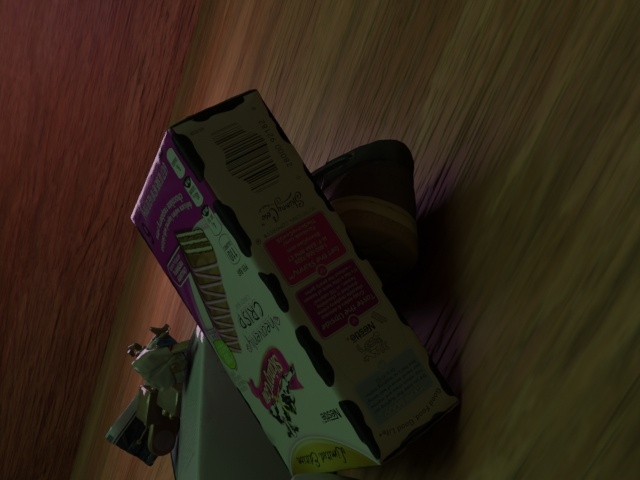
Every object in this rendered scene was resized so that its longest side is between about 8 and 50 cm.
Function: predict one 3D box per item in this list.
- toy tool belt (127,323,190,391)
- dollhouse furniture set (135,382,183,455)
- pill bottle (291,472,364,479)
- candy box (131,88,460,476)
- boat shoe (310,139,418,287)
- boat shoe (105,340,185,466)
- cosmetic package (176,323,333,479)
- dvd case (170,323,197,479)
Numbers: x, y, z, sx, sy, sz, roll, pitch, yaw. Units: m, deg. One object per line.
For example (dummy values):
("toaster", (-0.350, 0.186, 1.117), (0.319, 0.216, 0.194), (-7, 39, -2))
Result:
("toy tool belt", (-0.142, 0.102, 0.719), (0.051, 0.052, 0.083), (-47, 19, -6))
("dollhouse furniture set", (-0.123, 0.205, 0.837), (0.151, 0.144, 0.123), (7, 89, 58))
("pill bottle", (0.001, 0.237, 0.458), (0.103, 0.103, 0.184), (177, 105, -71))
("candy box", (-0.031, 0.040, 0.532), (0.233, 0.071, 0.159), (56, 152, 5))
("boat shoe", (0.000, 0.000, 0.647), (0.285, 0.103, 0.092), (-36, 32, 64))
("boat shoe", (-0.232, 0.242, 1.171), (0.183, 0.083, 0.065), (-56, 5, -31))
("cosmetic package", (-0.057, 0.173, 0.662), (0.231, 0.117, 0.085), (-94, 23, -45))
("dvd case", (-0.181, 0.213, 1.160), (0.180, 0.022, 0.253), (-143, 67, -70))
